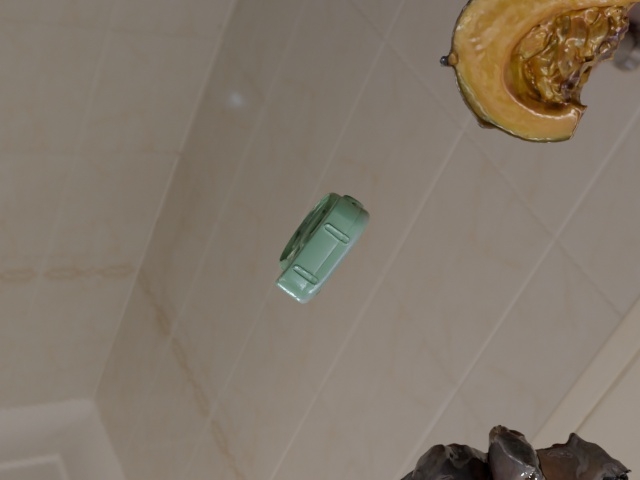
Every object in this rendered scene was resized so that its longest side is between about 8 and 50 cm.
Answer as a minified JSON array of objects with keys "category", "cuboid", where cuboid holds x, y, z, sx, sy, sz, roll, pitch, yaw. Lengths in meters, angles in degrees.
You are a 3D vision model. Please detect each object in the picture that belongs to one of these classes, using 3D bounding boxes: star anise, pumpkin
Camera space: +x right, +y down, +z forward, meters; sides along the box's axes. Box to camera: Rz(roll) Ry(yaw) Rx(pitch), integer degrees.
[{"category":"star anise","cuboid":[0.130,0.190,0.798,0.208,0.172,0.063,17,-125,-51]},{"category":"pumpkin","cuboid":[0.228,-0.240,0.984,0.163,0.278,0.111,21,-141,-10]}]

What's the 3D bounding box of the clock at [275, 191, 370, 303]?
[{"category":"clock","cuboid":[0.000,0.000,1.477,0.066,0.159,0.211,36,-172,-8]}]
